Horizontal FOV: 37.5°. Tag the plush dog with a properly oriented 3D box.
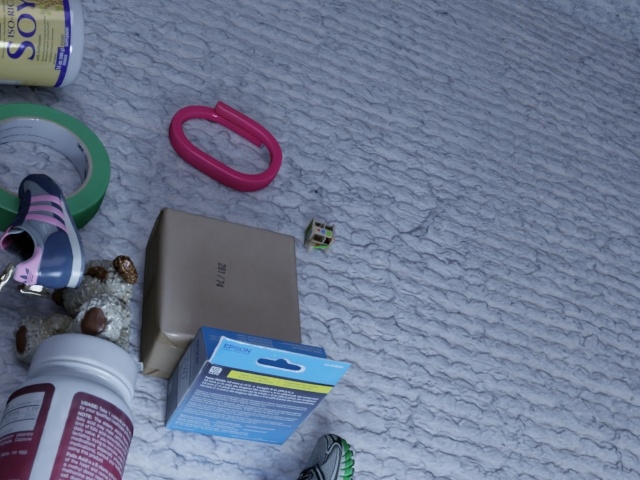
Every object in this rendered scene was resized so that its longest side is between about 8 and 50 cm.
[{"bbox_3d":[-0.429,0.139,1.820,0.210,0.262,0.226,39,45,-44],"label":"plush dog"}]

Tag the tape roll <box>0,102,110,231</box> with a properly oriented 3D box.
[{"bbox_3d":[-0.618,-0.154,2.030,0.321,0.077,0.321,15,49,-18],"label":"tape roll"}]

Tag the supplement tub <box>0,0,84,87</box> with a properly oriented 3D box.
[{"bbox_3d":[-0.720,-0.471,2.119,0.331,0.241,0.241,-2,55,-30],"label":"supplement tub"}]

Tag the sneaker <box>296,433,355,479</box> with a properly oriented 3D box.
[{"bbox_3d":[-0.042,0.494,1.771,0.146,0.134,0.344,32,46,-1],"label":"sneaker"}]

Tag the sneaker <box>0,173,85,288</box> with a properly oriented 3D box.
[{"bbox_3d":[-0.548,-0.029,1.789,0.131,0.112,0.319,1,34,-34],"label":"sneaker"}]

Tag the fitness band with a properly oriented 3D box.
[{"bbox_3d":[-0.234,-0.234,2.327,0.290,0.054,0.209,30,48,-2],"label":"fitness band"}]

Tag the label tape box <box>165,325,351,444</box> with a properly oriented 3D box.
[{"bbox_3d":[-0.125,0.253,1.773,0.249,0.348,0.115,13,49,-19],"label":"label tape box"}]

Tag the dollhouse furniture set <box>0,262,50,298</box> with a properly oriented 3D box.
[{"bbox_3d":[-0.621,0.081,1.830,0.160,0.101,0.182,15,4,-27],"label":"dollhouse furniture set"}]

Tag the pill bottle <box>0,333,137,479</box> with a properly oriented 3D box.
[{"bbox_3d":[-0.440,0.370,1.588,0.224,0.224,0.392,19,49,-14],"label":"pill bottle"}]

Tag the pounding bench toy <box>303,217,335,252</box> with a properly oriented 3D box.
[{"bbox_3d":[0.000,0.000,2.257,0.065,0.052,0.083,19,47,-15],"label":"pounding bench toy"}]

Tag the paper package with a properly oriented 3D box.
[{"bbox_3d":[-0.207,0.125,1.962,0.309,0.168,0.325,12,48,-20],"label":"paper package"}]
